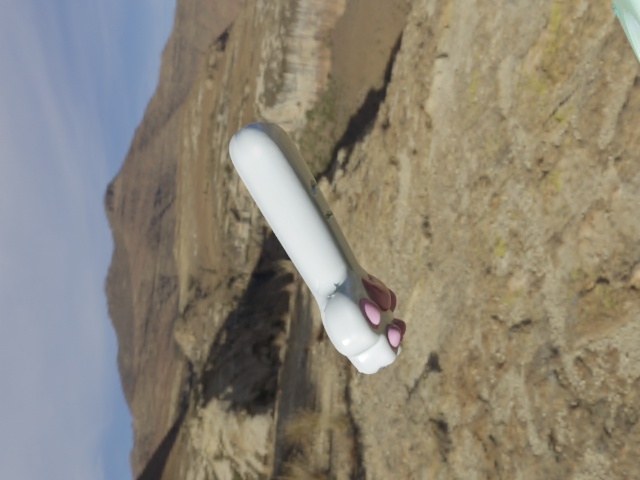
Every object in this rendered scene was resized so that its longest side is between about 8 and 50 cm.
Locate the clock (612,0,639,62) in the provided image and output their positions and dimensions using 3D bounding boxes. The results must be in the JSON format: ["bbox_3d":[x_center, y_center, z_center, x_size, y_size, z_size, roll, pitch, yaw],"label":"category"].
[{"bbox_3d":[0.328,-0.160,0.662,0.211,0.066,0.159,63,-160,1],"label":"clock"}]

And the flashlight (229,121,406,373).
[{"bbox_3d":[0.000,0.000,0.541,0.200,0.047,0.093,60,-164,5],"label":"flashlight"}]
